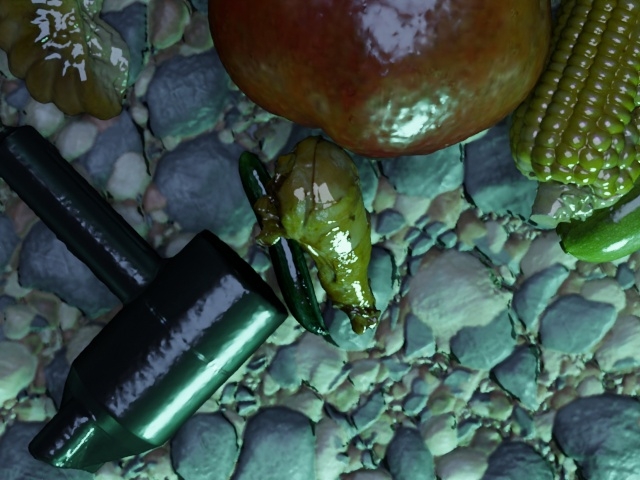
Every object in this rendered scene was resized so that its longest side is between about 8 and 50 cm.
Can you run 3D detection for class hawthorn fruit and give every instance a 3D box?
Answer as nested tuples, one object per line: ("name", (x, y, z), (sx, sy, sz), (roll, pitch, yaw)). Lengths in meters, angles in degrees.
("hawthorn fruit", (0.045, -0.213, 1.467), (0.295, 0.295, 0.311), (-18, 116, 1))

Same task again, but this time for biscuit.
("biscuit", (-0.232, -0.191, 1.571), (0.118, 0.061, 0.183), (-10, 98, 1))

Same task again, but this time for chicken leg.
("chicken leg", (0.003, 0.001, 1.566), (0.101, 0.085, 0.207), (-4, 133, 18))

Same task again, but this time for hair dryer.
("hair dryer", (-0.216, 0.045, 1.591), (0.244, 0.116, 0.302), (-44, 85, 4))

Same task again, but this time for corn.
("corn", (0.258, -0.174, 1.541), (0.130, 0.130, 0.347), (22, 84, -4))

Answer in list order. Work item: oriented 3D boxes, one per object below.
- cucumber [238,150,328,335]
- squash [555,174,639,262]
("cucumber", (-0.034, 0.004, 1.614), (0.033, 0.036, 0.184), (-21, 97, -13))
("squash", (0.351, -0.097, 1.586), (0.341, 0.094, 0.094), (-42, 97, 3))
